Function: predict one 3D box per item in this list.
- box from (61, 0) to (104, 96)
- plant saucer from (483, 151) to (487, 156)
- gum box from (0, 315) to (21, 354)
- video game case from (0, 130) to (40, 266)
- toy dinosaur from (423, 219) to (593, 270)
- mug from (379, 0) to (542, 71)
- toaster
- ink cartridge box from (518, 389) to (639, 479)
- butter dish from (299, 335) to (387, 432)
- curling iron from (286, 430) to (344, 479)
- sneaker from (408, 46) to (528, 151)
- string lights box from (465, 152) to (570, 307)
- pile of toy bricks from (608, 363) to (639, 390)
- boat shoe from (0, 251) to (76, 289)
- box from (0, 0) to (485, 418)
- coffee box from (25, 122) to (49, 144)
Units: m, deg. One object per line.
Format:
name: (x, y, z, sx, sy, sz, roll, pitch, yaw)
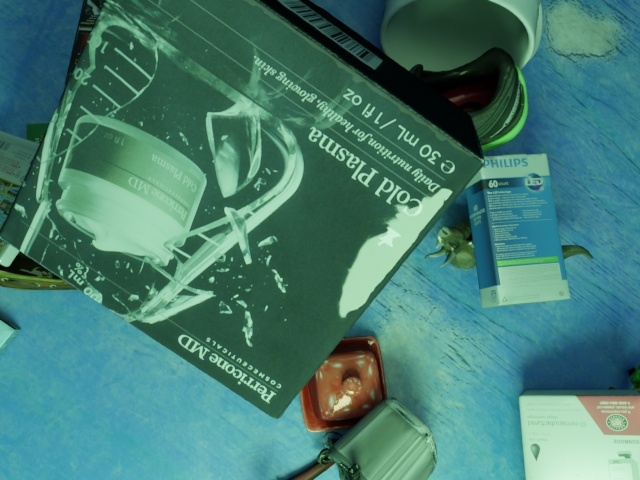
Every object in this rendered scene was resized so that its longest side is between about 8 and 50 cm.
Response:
box: (-0.285, -0.337, 1.111, 0.307, 0.076, 0.243, 6, 80, 7)
plant saucer: (0.245, -0.190, 1.221, 0.194, 0.037, 0.195, 1, 80, -8)
gum box: (-0.630, 0.180, 1.029, 0.157, 0.041, 0.184, 35, 77, -2)
video game case: (-0.540, -0.081, 1.030, 0.227, 0.026, 0.206, 19, 70, 25)
toy dinosaur: (0.354, 0.009, 1.181, 0.313, 0.121, 0.160, 18, 91, -10)
mug: (0.308, -0.484, 1.183, 0.374, 0.276, 0.328, 25, 68, -34)
toaster: (0.107, 0.362, 1.026, 0.146, 0.227, 0.129, -41, 52, -19)
ink cartridge box: (0.467, 0.408, 1.074, 0.207, 0.117, 0.283, -6, 80, 22)
butter dish: (0.046, 0.252, 1.077, 0.159, 0.118, 0.160, -6, 81, -10)
curling iron: (-0.060, 0.423, 1.072, 0.274, 0.035, 0.068, -33, 124, -8)
sneaker: (0.133, -0.201, 1.087, 0.482, 0.202, 0.185, -28, 56, -2)
string lights box: (0.341, -0.018, 1.084, 0.133, 0.077, 0.260, -3, 80, -10)
pile of toy bricks: (0.613, 0.274, 1.164, 0.118, 0.105, 0.212, 21, 119, -1)
boat shoe: (-0.407, 0.038, 1.052, 0.307, 0.104, 0.111, -9, 82, -10)
box: (-0.105, -0.097, 0.896, 0.480, 0.297, 0.472, 34, 114, -4)
coffee box: (-0.431, -0.157, 1.113, 0.184, 0.040, 0.113, -6, 81, -10)
